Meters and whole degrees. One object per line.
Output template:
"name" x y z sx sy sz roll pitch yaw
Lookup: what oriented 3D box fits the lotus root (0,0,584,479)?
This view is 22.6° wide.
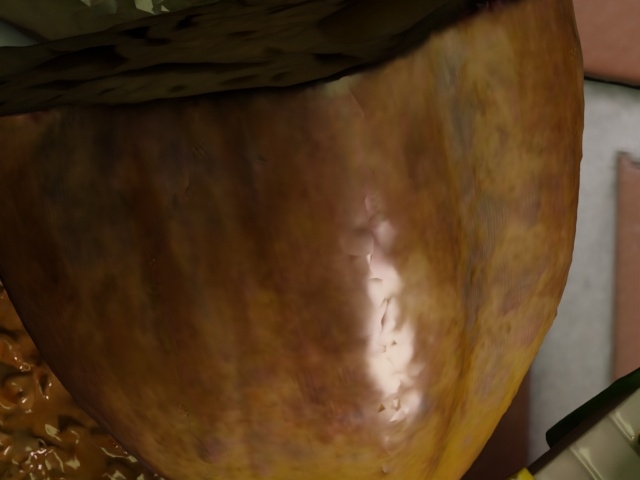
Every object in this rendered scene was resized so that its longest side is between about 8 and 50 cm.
"lotus root" -0.001 0.000 0.544 0.199 0.188 0.180 -35 117 -46

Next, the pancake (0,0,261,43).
"pancake" -0.030 -0.233 0.564 0.387 0.082 0.386 -4 116 -8

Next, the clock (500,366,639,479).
"clock" 0.094 0.200 0.569 0.255 0.106 0.219 -32 81 -31

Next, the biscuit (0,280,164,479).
"biscuit" -0.086 0.053 0.599 0.254 0.035 0.254 5 73 -17
